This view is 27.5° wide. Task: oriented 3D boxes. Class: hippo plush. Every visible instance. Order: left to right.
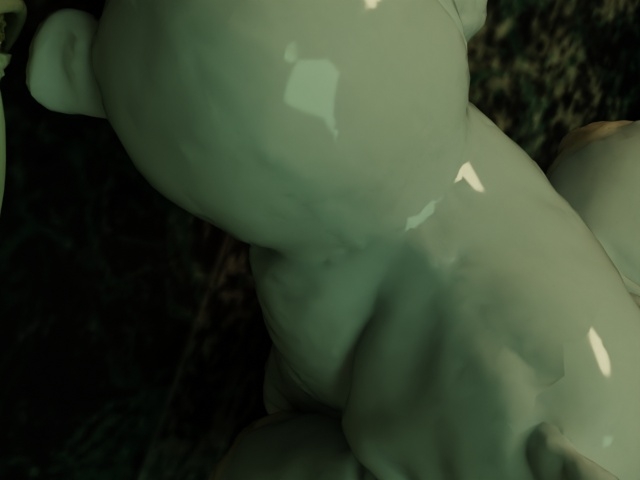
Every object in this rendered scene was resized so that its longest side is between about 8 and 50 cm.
[{"bbox_3d":[0.000,0.000,0.458,0.234,0.294,0.236,-32,107,28],"label":"hippo plush"}]

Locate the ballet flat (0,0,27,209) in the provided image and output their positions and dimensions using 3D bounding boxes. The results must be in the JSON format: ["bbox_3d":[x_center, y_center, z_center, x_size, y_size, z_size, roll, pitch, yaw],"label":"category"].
[{"bbox_3d":[-0.144,0.013,0.418,0.068,0.072,0.213,17,97,1],"label":"ballet flat"}]
